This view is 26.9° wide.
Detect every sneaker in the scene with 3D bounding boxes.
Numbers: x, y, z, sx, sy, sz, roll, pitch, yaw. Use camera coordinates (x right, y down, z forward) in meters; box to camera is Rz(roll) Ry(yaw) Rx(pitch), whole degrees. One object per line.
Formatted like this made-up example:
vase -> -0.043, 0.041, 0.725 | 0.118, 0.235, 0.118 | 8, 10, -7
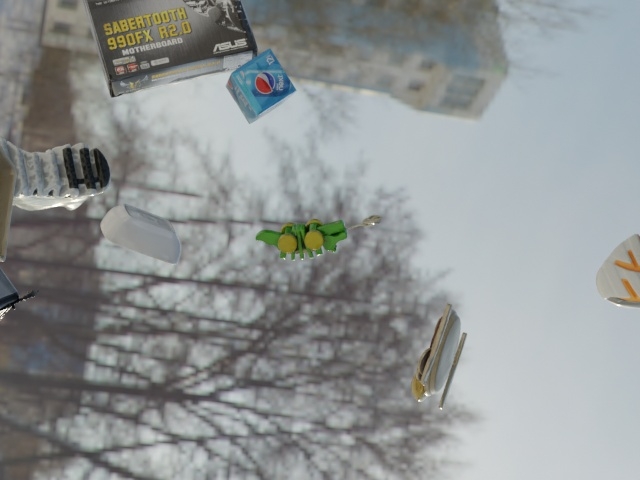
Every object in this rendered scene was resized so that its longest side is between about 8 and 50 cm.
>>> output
sneaker -> 0.371, 0.034, 1.304 | 0.083, 0.214, 0.084 | 91, -14, -53
sneaker -> -0.475, -0.094, 2.056 | 0.118, 0.292, 0.110 | -37, -126, 49

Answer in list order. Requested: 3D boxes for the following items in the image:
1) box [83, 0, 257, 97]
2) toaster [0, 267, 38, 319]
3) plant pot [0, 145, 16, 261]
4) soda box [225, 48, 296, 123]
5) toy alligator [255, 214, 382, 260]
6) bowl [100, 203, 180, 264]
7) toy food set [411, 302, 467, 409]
box -> -0.230, -0.328, 2.026 | 0.056, 0.231, 0.183 | 105, -30, -65
toaster -> -0.535, 0.101, 1.912 | 0.168, 0.185, 0.110 | -39, -97, 37
plant pot -> -0.345, -0.046, 1.204 | 0.109, 0.096, 0.109 | 67, 18, -53
soda box -> -0.088, -0.218, 1.913 | 0.071, 0.067, 0.210 | 57, -5, -5
toy alligator -> 0.000, 0.000, 1.970 | 0.056, 0.189, 0.051 | -85, 167, -67
bowl -> -0.308, -0.016, 2.340 | 0.053, 0.142, 0.142 | -65, -161, 9
toy food set -> 0.154, 0.154, 1.815 | 0.192, 0.038, 0.132 | 56, 52, -68
